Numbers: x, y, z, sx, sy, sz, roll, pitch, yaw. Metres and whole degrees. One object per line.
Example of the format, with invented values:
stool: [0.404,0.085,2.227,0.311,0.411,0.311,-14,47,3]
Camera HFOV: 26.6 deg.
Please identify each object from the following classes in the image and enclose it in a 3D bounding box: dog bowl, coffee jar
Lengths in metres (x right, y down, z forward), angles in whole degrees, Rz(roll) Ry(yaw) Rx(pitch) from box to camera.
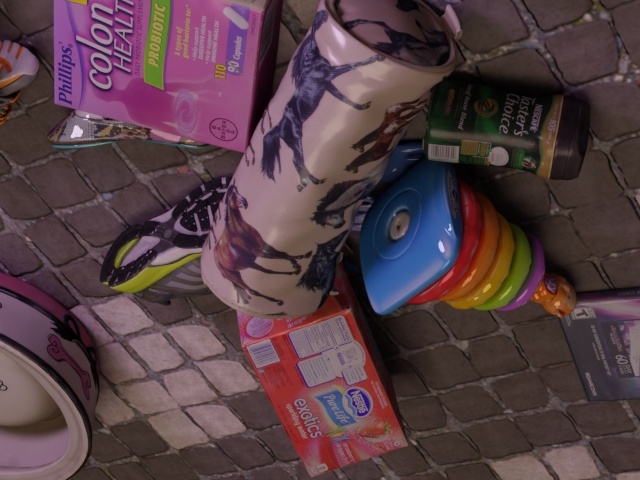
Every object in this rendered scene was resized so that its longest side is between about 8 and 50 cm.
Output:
dog bowl: [-0.525,0.205,2.091,0.408,0.150,0.408,10,134,10]
coffee jar: [0.215,-0.128,1.553,0.184,0.096,0.079,10,147,8]

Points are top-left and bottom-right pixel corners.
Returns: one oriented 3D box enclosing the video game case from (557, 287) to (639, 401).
video game case: [0.465,0.134,1.779,0.274,0.026,0.196,-6,131,25]

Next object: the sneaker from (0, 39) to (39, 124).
sneaker: [-0.423,-0.187,1.728,0.215,0.084,0.083,-16,133,40]

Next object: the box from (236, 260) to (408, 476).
box: [0.003,0.164,1.838,0.154,0.142,0.300,-19,132,6]

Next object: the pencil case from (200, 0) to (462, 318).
pencil case: [0.010,-0.100,1.552,0.184,0.160,0.410,-4,135,-41]

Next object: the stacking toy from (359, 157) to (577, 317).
stacking toy: [0.212,0.032,1.676,0.302,0.175,0.166,23,136,-29]

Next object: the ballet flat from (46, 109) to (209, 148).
ballet flat: [-0.239,-0.158,1.704,0.222,0.077,0.079,1,115,11]

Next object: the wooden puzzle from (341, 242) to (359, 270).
wooden puzzle: [0.000,0.000,1.812,0.079,0.014,0.116,-9,130,31]

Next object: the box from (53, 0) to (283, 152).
box: [-0.175,-0.241,1.559,0.243,0.117,0.213,16,136,4]

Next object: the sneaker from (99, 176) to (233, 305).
sneaker: [-0.155,0.007,1.822,0.300,0.111,0.121,-21,142,34]

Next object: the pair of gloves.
pair of gloves: [0.084,-0.069,1.710,0.159,0.023,0.198,4,135,13]
